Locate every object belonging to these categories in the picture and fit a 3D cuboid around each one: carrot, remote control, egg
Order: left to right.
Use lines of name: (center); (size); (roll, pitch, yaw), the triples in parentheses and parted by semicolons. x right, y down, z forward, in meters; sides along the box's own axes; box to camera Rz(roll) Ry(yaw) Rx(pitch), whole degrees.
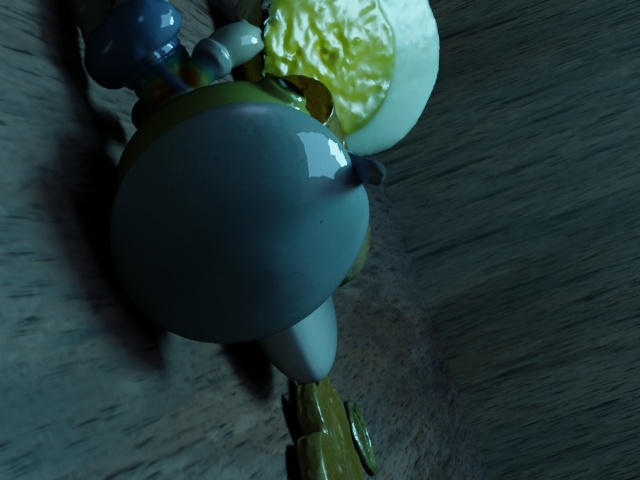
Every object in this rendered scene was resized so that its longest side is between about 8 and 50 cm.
remote control: (-0.062, -0.004, 1.359); (0.221, 0.103, 0.332); (55, 16, -86)
carrot: (-0.010, -0.065, 1.552); (0.302, 0.138, 0.139); (85, -5, -49)
egg: (0.005, -0.300, 1.944); (0.201, 0.337, 0.337); (27, -34, 58)

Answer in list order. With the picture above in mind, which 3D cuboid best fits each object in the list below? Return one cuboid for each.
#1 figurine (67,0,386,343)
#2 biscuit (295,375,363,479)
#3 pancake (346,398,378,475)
figurine: (-0.132, -0.090, 1.078); (0.382, 0.224, 0.205); (48, 22, 25)
biscuit: (0.013, 0.266, 1.421); (0.202, 0.044, 0.289); (62, 10, -45)
pancake: (0.058, 0.275, 1.785); (0.115, 0.011, 0.115); (-19, 90, -83)
